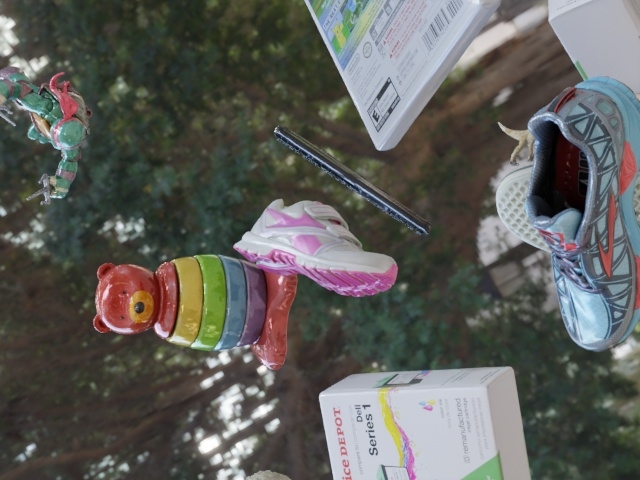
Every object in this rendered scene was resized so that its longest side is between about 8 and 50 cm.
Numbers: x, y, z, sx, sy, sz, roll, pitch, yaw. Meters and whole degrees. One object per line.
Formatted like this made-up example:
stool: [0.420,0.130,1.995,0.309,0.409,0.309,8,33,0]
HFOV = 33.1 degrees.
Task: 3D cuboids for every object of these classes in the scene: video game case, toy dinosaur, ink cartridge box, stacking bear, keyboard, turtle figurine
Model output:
video game case: [0.089,-0.329,1.427,0.300,0.036,0.329,66,151,19]
toy dinosaur: [0.342,-0.162,1.742,0.053,0.093,0.183,17,173,-16]
ink cartridge box: [0.154,0.302,1.593,0.117,0.278,0.201,-17,-82,-58]
stacking bear: [-0.205,0.096,1.673,0.289,0.175,0.164,5,-168,-22]
keyboard: [0.057,-0.103,1.872,0.317,0.033,0.201,35,-173,3]
turtle figurine: [-0.332,-0.137,1.292,0.234,0.118,0.175,42,158,59]
ink cartridge box: [0.353,-0.305,1.341,0.160,0.092,0.219,47,-144,-36]

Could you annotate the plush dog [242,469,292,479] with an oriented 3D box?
plush dog: [-0.105,0.385,1.110,0.210,0.225,0.262,15,-159,-36]

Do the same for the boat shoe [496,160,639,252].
boat shoe: [0.511,-0.085,1.579,0.156,0.500,0.187,-72,-31,-56]

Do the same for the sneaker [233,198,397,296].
sneaker: [0.000,0.000,1.505,0.111,0.252,0.103,-67,-30,-13]

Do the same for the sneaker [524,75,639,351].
sneaker: [0.231,-0.014,0.997,0.125,0.104,0.262,-19,-72,-40]
